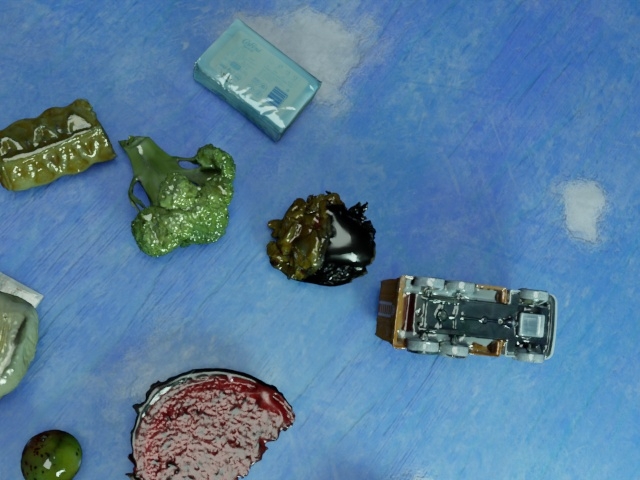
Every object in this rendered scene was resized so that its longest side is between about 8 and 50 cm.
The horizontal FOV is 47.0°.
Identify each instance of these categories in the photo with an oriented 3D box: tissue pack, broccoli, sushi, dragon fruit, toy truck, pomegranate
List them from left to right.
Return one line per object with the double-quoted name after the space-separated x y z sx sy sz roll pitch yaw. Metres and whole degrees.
-0.658 0.116 1.582 0.108 0.023 0.056 29 73 -4 "tissue pack"
-0.543 0.446 1.478 0.130 0.130 0.130 3 76 -11 "pomegranate"
-0.309 -0.126 1.625 0.254 0.186 0.302 -12 86 -4 "broccoli"
-0.250 0.400 1.556 0.343 0.100 0.282 -41 86 -20 "dragon fruit"
-0.152 -0.384 1.770 0.263 0.089 0.177 37 72 1 "tissue pack"
-0.001 -0.005 1.665 0.204 0.213 0.200 12 51 -22 "sushi"
0.325 0.176 1.671 0.388 0.207 0.173 8 86 -15 "toy truck"

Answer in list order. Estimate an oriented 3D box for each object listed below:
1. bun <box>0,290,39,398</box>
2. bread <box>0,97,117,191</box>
-0.677 0.226 1.489 0.244 0.153 0.243 -2 63 4 "bun"
-0.601 -0.205 1.617 0.268 0.130 0.152 -24 92 -16 "bread"
